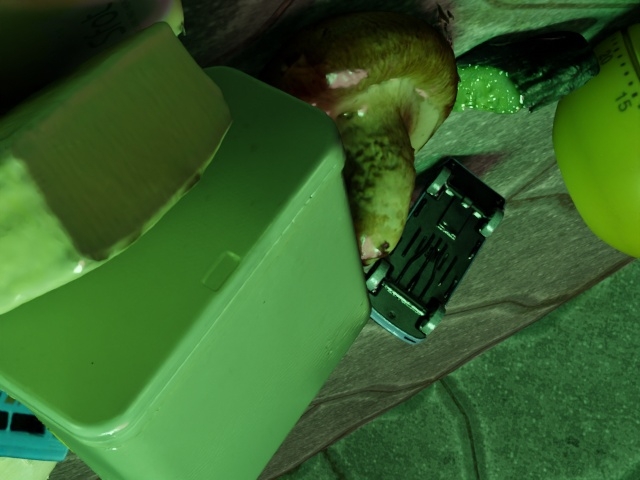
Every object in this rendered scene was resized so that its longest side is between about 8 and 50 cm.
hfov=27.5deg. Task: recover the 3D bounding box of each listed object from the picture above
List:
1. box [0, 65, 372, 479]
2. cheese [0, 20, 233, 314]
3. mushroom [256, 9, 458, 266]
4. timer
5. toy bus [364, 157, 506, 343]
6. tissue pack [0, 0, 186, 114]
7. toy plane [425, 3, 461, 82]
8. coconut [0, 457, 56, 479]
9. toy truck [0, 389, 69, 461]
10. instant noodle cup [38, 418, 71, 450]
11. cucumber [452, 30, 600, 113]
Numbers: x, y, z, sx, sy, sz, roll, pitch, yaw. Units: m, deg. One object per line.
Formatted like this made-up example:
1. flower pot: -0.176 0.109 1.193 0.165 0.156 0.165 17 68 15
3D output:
1. box: -0.112 0.075 1.248 0.352 0.177 0.344 -54 156 -19
2. cheese: -0.228 -0.030 0.984 0.265 0.124 0.242 -25 -167 34
3. mushroom: 0.051 -0.131 1.470 0.267 0.254 0.267 -31 -172 5
4. timer: 0.516 -0.155 1.743 0.387 0.376 0.376 -24 164 20
5. toy bus: 0.152 0.025 1.944 0.292 0.125 0.133 -55 -174 -29
6. tissue pack: -0.224 -0.199 1.009 0.215 0.123 0.256 -24 173 -2
7. toy plane: 0.142 -0.232 1.520 0.031 0.049 0.120 -23 146 -5
8. coconut: -0.497 0.288 1.819 0.247 0.245 0.245 -59 -173 -37
9. toy truck: -0.462 0.177 1.583 0.161 0.162 0.385 0 168 38
10. instant noodle cup: -0.216 0.083 1.571 0.254 0.325 0.325 -36 161 8
11. cucumber: 0.255 -0.217 1.660 0.193 0.085 0.115 -18 -154 -24
